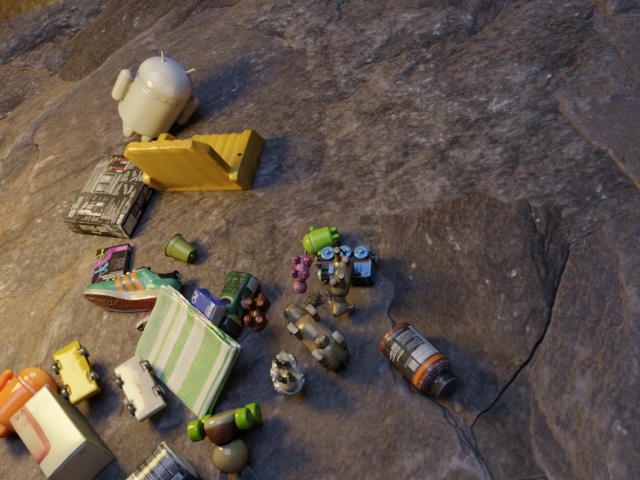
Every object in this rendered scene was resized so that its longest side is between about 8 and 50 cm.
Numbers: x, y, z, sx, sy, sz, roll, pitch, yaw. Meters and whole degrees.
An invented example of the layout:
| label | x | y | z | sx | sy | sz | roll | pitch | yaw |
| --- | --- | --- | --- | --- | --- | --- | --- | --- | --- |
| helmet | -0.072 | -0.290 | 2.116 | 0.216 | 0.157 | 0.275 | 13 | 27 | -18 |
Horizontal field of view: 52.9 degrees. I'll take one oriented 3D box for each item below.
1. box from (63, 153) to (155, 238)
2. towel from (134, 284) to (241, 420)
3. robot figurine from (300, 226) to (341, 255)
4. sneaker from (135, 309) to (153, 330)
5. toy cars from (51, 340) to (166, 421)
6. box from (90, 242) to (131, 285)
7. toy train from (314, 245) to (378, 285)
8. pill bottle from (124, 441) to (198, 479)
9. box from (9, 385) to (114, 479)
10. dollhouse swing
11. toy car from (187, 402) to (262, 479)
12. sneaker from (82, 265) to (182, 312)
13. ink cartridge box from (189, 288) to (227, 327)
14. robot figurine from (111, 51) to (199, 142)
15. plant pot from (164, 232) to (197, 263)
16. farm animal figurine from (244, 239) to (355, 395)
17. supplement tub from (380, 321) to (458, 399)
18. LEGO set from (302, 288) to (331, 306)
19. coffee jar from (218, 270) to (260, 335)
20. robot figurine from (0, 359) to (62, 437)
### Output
| label | x | y | z | sx | sy | sz | roll | pitch | yaw |
| --- | --- | --- | --- | --- | --- | --- | --- | --- | --- |
| box | -0.709 | -0.158 | 2.224 | 0.242 | 0.076 | 0.307 | 5 | 57 | 20 |
| towel | -0.370 | 0.300 | 1.740 | 0.325 | 0.038 | 0.248 | 33 | 105 | 32 |
| robot figurine | 0.000 | 0.000 | 1.899 | 0.115 | 0.067 | 0.101 | -20 | 64 | 3 |
| sneaker | -0.465 | 0.235 | 1.875 | 0.170 | 0.075 | 0.063 | -29 | 10 | 20 |
| toy cars | -0.581 | 0.398 | 1.785 | 0.393 | 0.087 | 0.176 | 8 | 56 | 18 |
| box | -0.672 | 0.090 | 2.066 | 0.116 | 0.029 | 0.162 | -12 | 54 | 9 |
| toy train | 0.071 | 0.074 | 1.820 | 0.184 | 0.080 | 0.105 | -2 | 61 | 16 |
| pill bottle | -0.424 | 0.619 | 1.547 | 0.130 | 0.130 | 0.246 | 34 | 71 | 33 |
| box | -0.678 | 0.519 | 1.684 | 0.127 | 0.149 | 0.232 | -44 | 55 | -15 |
| dollhouse swing | -0.418 | -0.321 | 2.110 | 0.346 | 0.305 | 0.315 | 0 | 56 | 18 |
| toy car | -0.218 | 0.517 | 1.586 | 0.155 | 0.149 | 0.188 | -17 | 81 | 9 |
| sneaker | -0.564 | 0.143 | 1.952 | 0.302 | 0.108 | 0.121 | 1 | 55 | 8 |
| ink cartridge box | -0.340 | 0.246 | 1.775 | 0.097 | 0.046 | 0.207 | 33 | 104 | 32 |
| robot figurine | -0.590 | -0.512 | 2.303 | 0.353 | 0.300 | 0.200 | -46 | 47 | 32 |
| plant pot | -0.430 | 0.032 | 2.008 | 0.079 | 0.083 | 0.083 | 29 | 67 | 19 |
| farm animal figurine | -0.018 | 0.207 | 1.703 | 0.330 | 0.172 | 0.327 | -26 | 66 | -2 |
| supplement tub | 0.245 | 0.300 | 1.587 | 0.106 | 0.106 | 0.198 | -38 | 54 | -11 |
| LEGO set | -0.010 | 0.167 | 1.816 | 0.083 | 0.023 | 0.054 | -3 | 56 | -1 |
| coffee jar | -0.249 | 0.183 | 1.836 | 0.096 | 0.079 | 0.184 | 5 | 57 | 30 |
| robot figurine | -0.832 | 0.445 | 1.796 | 0.158 | 0.128 | 0.219 | 26 | 66 | 38 |
